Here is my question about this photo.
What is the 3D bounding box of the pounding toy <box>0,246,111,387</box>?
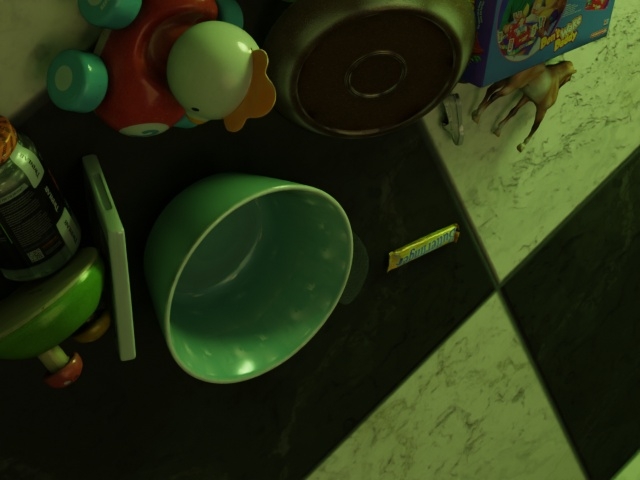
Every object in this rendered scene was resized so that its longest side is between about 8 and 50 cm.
[{"bbox_3d":[-0.325,0.104,1.428,0.183,0.237,0.110,-40,108,-15],"label":"pounding toy"}]

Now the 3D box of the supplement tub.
[{"bbox_3d":[-0.371,-0.051,1.372,0.117,0.117,0.190,-36,138,-17],"label":"supplement tub"}]

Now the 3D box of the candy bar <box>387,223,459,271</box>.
[{"bbox_3d":[0.177,0.010,1.993,0.162,0.018,0.040,-23,132,-28],"label":"candy bar"}]

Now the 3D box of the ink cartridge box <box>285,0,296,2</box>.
[{"bbox_3d":[0.082,-0.378,1.541,0.235,0.056,0.171,1,119,-23],"label":"ink cartridge box"}]

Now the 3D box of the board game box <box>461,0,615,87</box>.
[{"bbox_3d":[0.338,-0.392,1.757,0.347,0.078,0.233,-25,134,-40],"label":"board game box"}]

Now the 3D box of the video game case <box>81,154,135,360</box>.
[{"bbox_3d":[-0.270,0.021,1.468,0.023,0.183,0.201,-11,127,-16],"label":"video game case"}]

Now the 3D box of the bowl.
[{"bbox_3d":[-0.123,0.027,1.620,0.312,0.163,0.311,-24,133,-28],"label":"bowl"}]

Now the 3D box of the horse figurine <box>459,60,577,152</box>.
[{"bbox_3d":[0.329,-0.251,1.905,0.263,0.066,0.174,22,108,-51],"label":"horse figurine"}]

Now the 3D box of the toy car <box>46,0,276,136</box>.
[{"bbox_3d":[-0.152,-0.190,1.355,0.219,0.238,0.210,3,117,-53],"label":"toy car"}]

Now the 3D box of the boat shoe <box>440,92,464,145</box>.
[{"bbox_3d":[0.211,-0.193,1.868,0.035,0.035,0.100,-13,136,-1],"label":"boat shoe"}]

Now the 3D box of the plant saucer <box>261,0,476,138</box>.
[{"bbox_3d":[0.071,-0.240,1.586,0.311,0.050,0.310,-10,142,-8],"label":"plant saucer"}]

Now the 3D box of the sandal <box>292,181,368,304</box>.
[{"bbox_3d":[0.000,-0.001,1.807,0.097,0.054,0.254,-46,130,-17],"label":"sandal"}]
